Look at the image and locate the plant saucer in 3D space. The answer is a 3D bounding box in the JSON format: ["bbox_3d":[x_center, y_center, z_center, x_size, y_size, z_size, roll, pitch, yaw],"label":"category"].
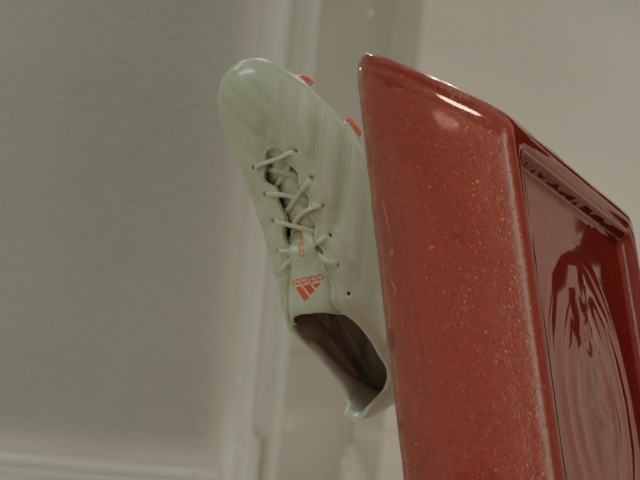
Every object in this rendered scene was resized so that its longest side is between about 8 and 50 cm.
[{"bbox_3d":[0.099,0.074,0.526,0.047,0.258,0.259,-11,-14,23],"label":"plant saucer"}]

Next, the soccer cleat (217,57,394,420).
[{"bbox_3d":[0.000,0.000,0.664,0.068,0.196,0.076,-17,18,44],"label":"soccer cleat"}]
